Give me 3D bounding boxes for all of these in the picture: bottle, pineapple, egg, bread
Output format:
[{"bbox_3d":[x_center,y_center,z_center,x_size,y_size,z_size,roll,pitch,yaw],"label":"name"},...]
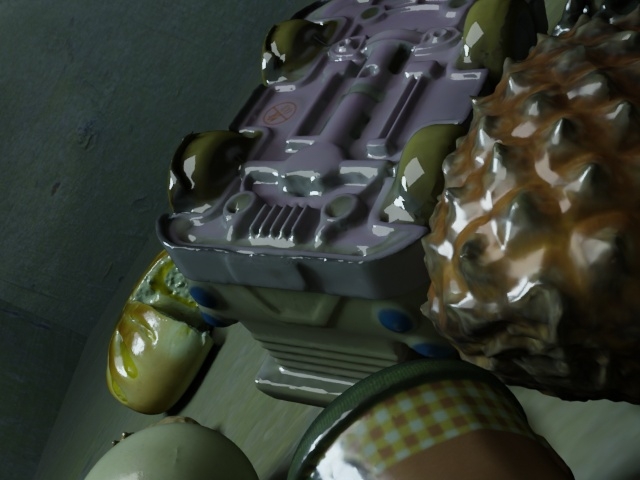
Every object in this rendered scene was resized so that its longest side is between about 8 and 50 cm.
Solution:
[{"bbox_3d":[0.086,0.166,0.284,0.143,0.156,0.271,-46,36,8],"label":"bottle"},{"bbox_3d":[0.169,-0.088,0.436,0.175,0.175,0.361,-30,37,60],"label":"pineapple"},{"bbox_3d":[-0.159,0.295,0.749,0.253,0.188,0.188,-56,18,27],"label":"egg"},{"bbox_3d":[-0.284,0.150,1.380,0.333,0.160,0.333,-55,17,26],"label":"bread"}]

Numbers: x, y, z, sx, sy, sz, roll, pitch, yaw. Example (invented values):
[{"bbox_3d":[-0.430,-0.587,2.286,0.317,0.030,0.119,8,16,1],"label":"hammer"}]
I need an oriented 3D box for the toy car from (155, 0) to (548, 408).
[{"bbox_3d":[0.054,-0.047,0.623,0.242,0.226,0.336,3,46,30],"label":"toy car"}]

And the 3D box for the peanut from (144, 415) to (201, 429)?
[{"bbox_3d":[-0.222,0.308,1.087,0.228,0.086,0.104,148,127,-60],"label":"peanut"}]

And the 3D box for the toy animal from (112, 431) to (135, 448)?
[{"bbox_3d":[-0.241,0.386,0.958,0.149,0.054,0.275,-12,73,52],"label":"toy animal"}]
